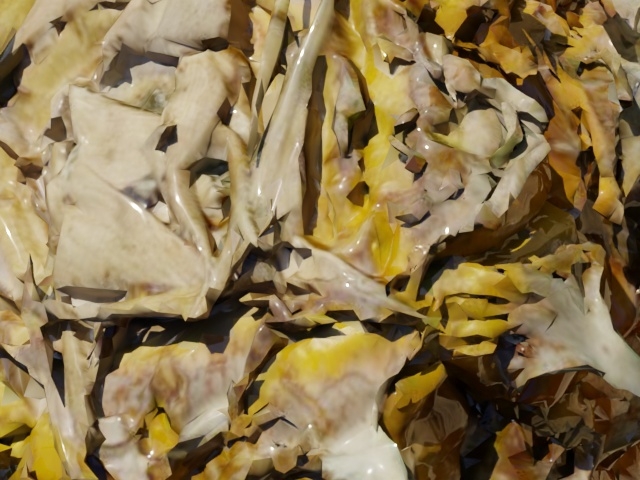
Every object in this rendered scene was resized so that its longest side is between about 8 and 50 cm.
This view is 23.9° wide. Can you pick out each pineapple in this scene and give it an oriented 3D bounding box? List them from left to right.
[{"bbox_3d":[-0.001,0.003,0.561,0.352,0.300,0.352,-4,77,17],"label":"pineapple"}]
